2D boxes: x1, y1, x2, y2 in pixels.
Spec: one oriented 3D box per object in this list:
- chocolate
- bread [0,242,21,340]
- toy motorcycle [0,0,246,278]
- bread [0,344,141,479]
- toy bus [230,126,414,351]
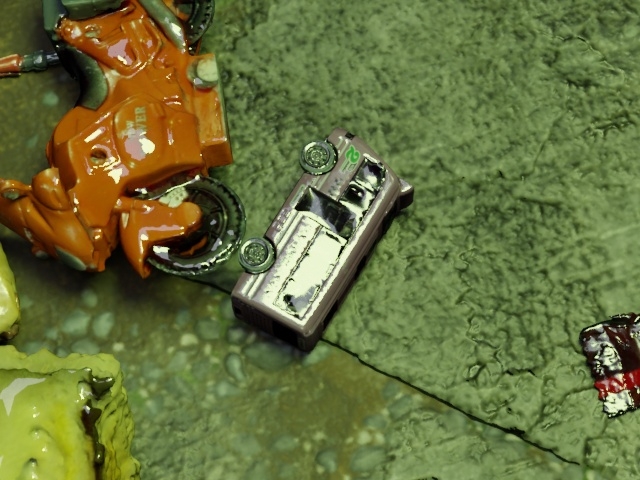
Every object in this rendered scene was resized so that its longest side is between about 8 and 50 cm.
[{"bbox_3d":[0.314,0.086,1.589,0.182,0.028,0.086,-18,76,-3],"label":"chocolate"},{"bbox_3d":[-0.383,0.013,1.608,0.210,0.099,0.235,-24,70,-6],"label":"bread"},{"bbox_3d":[-0.187,-0.103,1.625,0.221,0.148,0.326,-10,63,1],"label":"toy motorcycle"},{"bbox_3d":[-0.248,0.209,1.497,0.204,0.162,0.262,3,91,2],"label":"bread"},{"bbox_3d":[0.000,0.000,1.606,0.098,0.087,0.178,29,75,11],"label":"toy bus"}]
